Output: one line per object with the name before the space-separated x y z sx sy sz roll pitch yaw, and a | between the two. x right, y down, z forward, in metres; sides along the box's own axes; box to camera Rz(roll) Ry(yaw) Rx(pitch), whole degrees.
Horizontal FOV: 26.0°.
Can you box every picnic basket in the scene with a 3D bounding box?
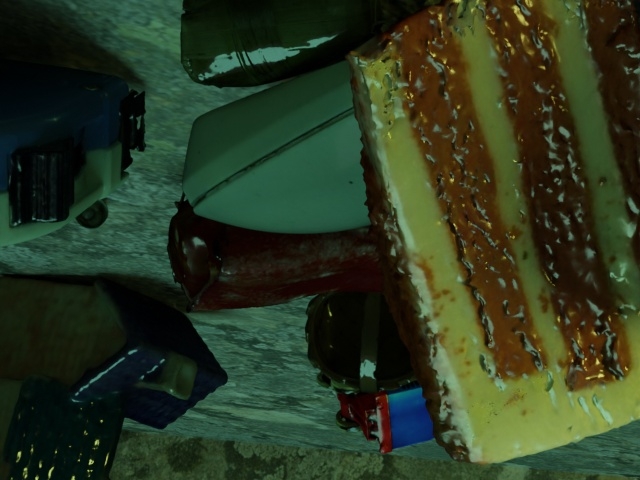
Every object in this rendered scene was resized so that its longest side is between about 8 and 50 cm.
picnic basket | 0.052 0.095 1.430 0.138 0.128 0.178 -1 179 7

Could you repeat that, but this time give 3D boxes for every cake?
cake | 0.107 0.003 0.701 0.158 0.159 0.262 -20 151 0

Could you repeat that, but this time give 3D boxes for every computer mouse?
computer mouse | 0.031 -0.059 0.842 0.159 0.097 0.288 -13 -179 -42

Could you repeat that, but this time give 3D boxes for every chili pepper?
chili pepper | 0.000 0.000 1.198 0.252 0.136 0.144 3 122 -16

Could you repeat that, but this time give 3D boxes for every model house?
model house | -0.277 0.211 1.713 0.280 0.312 0.245 2 161 30

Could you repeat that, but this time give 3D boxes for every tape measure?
tape measure | -0.317 -0.080 0.959 0.351 0.098 0.215 7 -159 13

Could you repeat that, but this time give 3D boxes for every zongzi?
zongzi | 0.000 -0.130 0.828 0.154 0.062 0.130 -11 -178 11

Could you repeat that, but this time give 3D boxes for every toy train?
toy train | 0.068 0.153 1.583 0.131 0.083 0.204 -13 -151 -10

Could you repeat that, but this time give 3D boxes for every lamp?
lamp | -0.267 -0.030 1.343 0.121 0.041 0.054 7 174 -8
